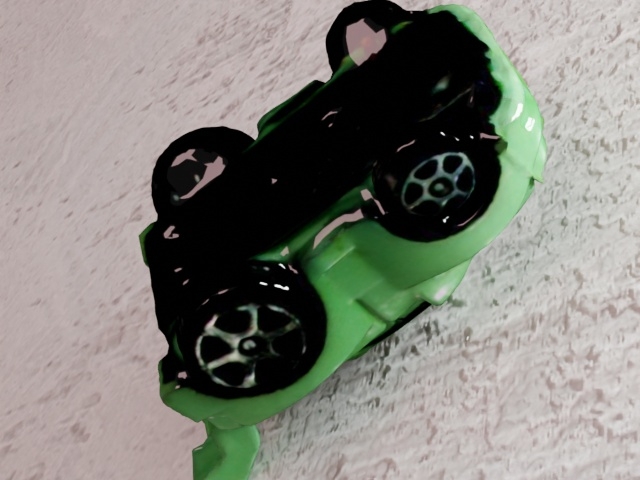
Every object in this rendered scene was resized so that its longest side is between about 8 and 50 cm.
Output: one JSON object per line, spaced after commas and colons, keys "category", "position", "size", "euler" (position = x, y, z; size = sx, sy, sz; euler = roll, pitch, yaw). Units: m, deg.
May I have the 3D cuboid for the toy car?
{"category": "toy car", "position": [0.000, 0.000, 0.909], "size": [0.358, 0.176, 0.213], "euler": [-37, 35, 12]}
